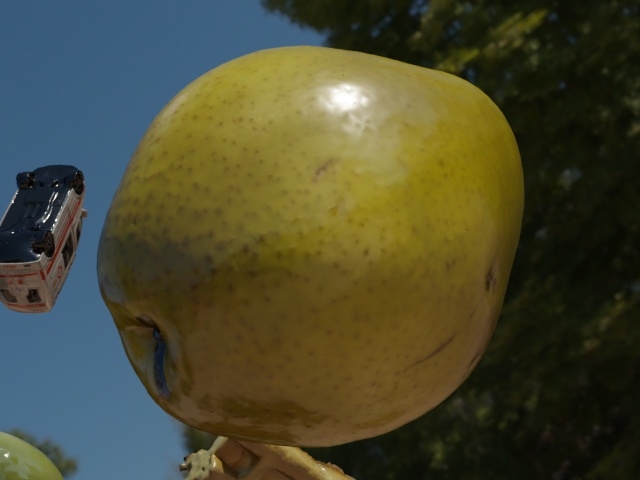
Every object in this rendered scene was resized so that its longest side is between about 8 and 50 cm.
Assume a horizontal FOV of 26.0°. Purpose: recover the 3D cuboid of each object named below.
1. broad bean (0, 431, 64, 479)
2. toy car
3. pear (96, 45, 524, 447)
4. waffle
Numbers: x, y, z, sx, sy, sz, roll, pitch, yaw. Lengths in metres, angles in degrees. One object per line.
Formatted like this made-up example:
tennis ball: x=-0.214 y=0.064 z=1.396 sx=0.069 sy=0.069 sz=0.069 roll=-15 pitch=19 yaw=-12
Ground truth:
broad bean: x=-0.417 y=0.334 z=1.534 sx=0.291 sy=0.238 sz=0.119 roll=-22 pitch=-12 yaw=-11
toy car: x=-0.358 y=-0.006 z=1.790 sx=0.089 sy=0.210 sz=0.108 roll=-3 pitch=-50 yaw=14
pear: x=0.000 y=0.000 z=1.266 sx=0.418 sy=0.362 sz=0.362 roll=-24 pitch=-18 yaw=-27
waffle: x=-0.114 y=0.425 z=1.890 sx=0.304 sy=0.077 sz=0.348 roll=41 pitch=-98 yaw=-35
